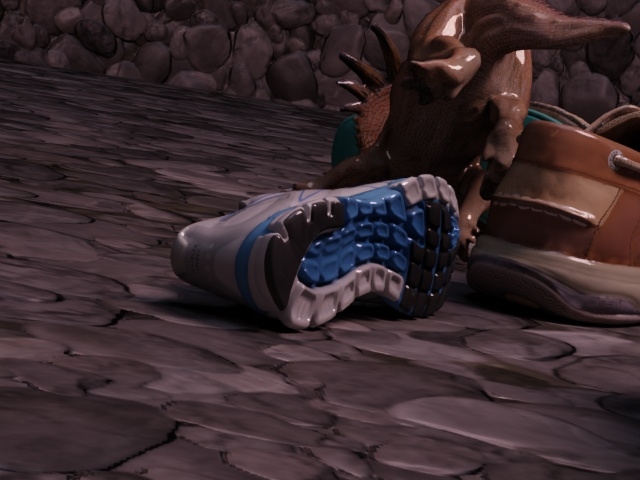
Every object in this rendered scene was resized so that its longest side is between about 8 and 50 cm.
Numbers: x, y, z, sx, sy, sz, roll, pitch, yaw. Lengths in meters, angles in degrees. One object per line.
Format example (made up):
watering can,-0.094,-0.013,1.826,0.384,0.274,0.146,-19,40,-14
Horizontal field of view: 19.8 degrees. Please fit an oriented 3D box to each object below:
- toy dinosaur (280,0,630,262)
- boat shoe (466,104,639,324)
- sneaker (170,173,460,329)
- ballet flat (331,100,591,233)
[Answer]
toy dinosaur,0.085,-0.099,1.202,0.127,0.295,0.200,32,44,-10
boat shoe,0.202,-0.019,1.097,0.123,0.116,0.324,13,8,29
sneaker,0.000,0.000,0.883,0.083,0.071,0.191,7,4,33
ballet flat,0.140,-0.053,1.392,0.106,0.107,0.316,13,4,-39
